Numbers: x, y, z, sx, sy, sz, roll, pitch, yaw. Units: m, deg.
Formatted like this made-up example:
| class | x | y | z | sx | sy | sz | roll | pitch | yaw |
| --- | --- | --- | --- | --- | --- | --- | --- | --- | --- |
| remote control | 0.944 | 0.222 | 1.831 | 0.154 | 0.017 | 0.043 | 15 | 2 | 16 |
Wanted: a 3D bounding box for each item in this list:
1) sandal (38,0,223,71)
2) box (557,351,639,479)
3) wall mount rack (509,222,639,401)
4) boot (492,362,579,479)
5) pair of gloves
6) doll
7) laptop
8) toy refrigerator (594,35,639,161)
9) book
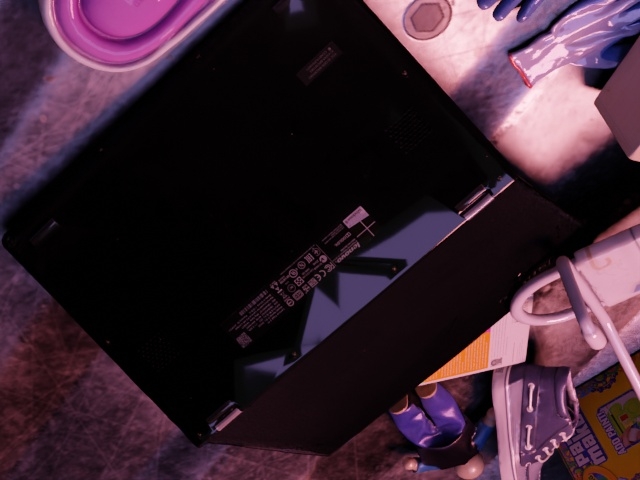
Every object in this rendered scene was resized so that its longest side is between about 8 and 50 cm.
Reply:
| class | x | y | z | sx | sy | sz | roll | pitch | yaw |
| --- | --- | --- | --- | --- | --- | --- | --- | --- | --- |
| sandal | -0.047 | -0.271 | 0.891 | 0.169 | 0.102 | 0.416 | 26 | 117 | -34 |
| box | 0.465 | 0.266 | 1.462 | 0.279 | 0.177 | 0.290 | -32 | 131 | 9 |
| wall mount rack | 0.384 | 0.067 | 1.227 | 0.350 | 0.130 | 0.304 | -26 | 146 | 16 |
| boot | 0.249 | 0.224 | 1.384 | 0.086 | 0.069 | 0.190 | 1 | 120 | 26 |
| pair of gloves | 0.225 | -0.217 | 1.083 | 0.159 | 0.023 | 0.198 | -31 | 131 | 8 |
| doll | 0.146 | 0.221 | 1.405 | 0.129 | 0.046 | 0.189 | -29 | 131 | 7 |
| laptop | 0.000 | 0.000 | 1.165 | 0.382 | 0.236 | 0.408 | -41 | 97 | 13 |
| toy refrigerator | 0.405 | -0.124 | 1.169 | 0.270 | 0.094 | 0.102 | 7 | 132 | -27 |
| book | 0.156 | 0.102 | 1.319 | 0.144 | 0.035 | 0.096 | -9 | 127 | -12 |
